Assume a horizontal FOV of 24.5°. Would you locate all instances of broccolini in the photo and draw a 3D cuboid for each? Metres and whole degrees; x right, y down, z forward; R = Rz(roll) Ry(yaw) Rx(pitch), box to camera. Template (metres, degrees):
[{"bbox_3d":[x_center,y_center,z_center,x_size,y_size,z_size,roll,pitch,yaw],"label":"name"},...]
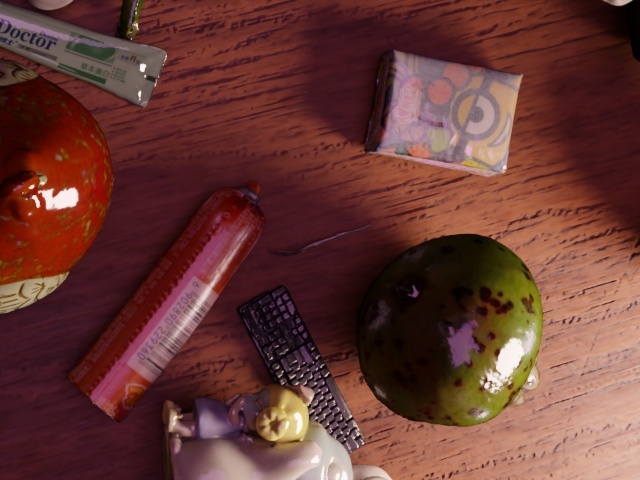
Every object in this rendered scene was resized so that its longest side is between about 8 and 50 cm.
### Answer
[{"bbox_3d":[-0.174,-0.296,1.463,0.074,0.058,0.201,18,103,-1],"label":"broccolini"}]

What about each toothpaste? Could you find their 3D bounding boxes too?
[{"bbox_3d":[-0.261,-0.194,1.439,0.218,0.041,0.064,19,106,-17],"label":"toothpaste"}]

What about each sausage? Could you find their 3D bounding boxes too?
[{"bbox_3d":[-0.143,0.051,1.462,0.074,0.074,0.274,38,83,-13],"label":"sausage"}]

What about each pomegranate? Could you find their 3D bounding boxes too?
[{"bbox_3d":[0.145,0.102,1.493,0.248,0.202,0.202,39,82,-42],"label":"pomegranate"}]

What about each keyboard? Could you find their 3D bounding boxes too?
[{"bbox_3d":[-0.019,0.143,1.527,0.060,0.018,0.195,-29,100,-14],"label":"keyboard"}]

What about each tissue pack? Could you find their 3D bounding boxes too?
[{"bbox_3d":[0.128,-0.132,1.531,0.148,0.060,0.108,10,89,-16],"label":"tissue pack"}]

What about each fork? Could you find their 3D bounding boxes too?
[{"bbox_3d":[0.000,0.001,1.527,0.115,0.016,0.012,-15,88,-15],"label":"fork"}]

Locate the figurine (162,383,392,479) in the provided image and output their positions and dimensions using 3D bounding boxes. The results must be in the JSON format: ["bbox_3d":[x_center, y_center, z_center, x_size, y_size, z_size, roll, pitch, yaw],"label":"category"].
[{"bbox_3d":[-0.035,0.218,1.467,0.236,0.127,0.155,-6,92,-14],"label":"figurine"}]

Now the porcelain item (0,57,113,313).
[{"bbox_3d":[-0.305,-0.049,1.335,0.253,0.253,0.253,-1,92,-15],"label":"porcelain item"}]

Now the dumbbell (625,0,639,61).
[{"bbox_3d":[0.441,-0.116,1.540,0.204,0.204,0.322,-10,95,-14],"label":"dumbbell"}]

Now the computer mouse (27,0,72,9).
[{"bbox_3d":[-0.271,-0.271,1.433,0.066,0.039,0.096,-22,90,-13],"label":"computer mouse"}]

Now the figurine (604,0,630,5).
[{"bbox_3d":[0.303,-0.365,1.506,0.308,0.308,0.143,-26,136,-12],"label":"figurine"}]
